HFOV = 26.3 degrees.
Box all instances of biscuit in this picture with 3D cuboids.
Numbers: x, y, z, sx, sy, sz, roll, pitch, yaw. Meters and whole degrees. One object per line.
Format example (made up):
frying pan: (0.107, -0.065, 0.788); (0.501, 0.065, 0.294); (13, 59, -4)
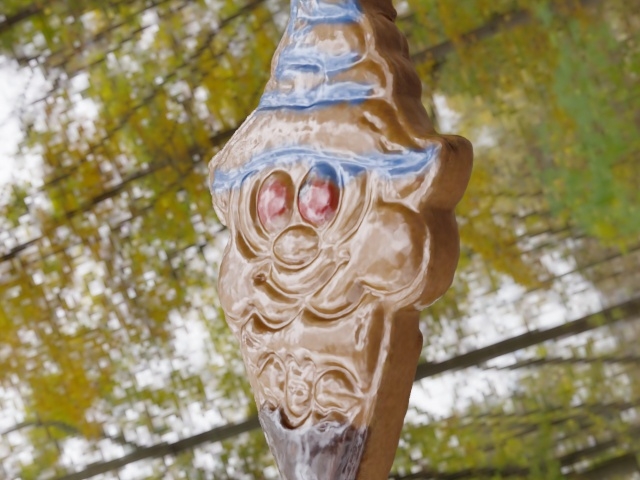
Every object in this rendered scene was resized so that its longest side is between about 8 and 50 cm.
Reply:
biscuit: (0.000, 0.000, 0.635); (0.043, 0.183, 0.280); (10, -103, -34)
